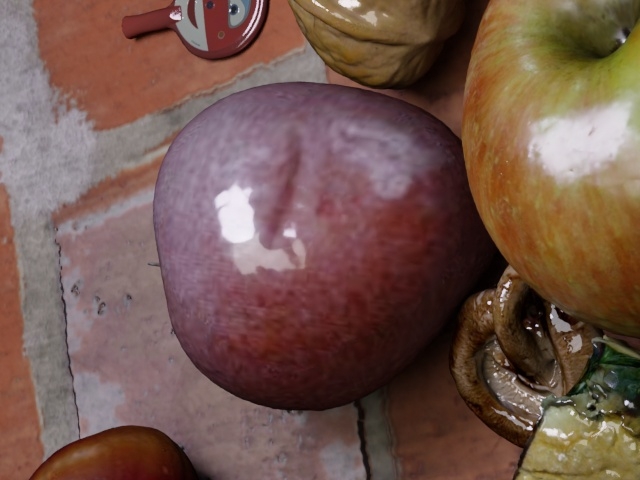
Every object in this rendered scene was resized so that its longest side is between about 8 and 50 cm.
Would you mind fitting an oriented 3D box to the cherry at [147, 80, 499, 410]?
[{"bbox_3d":[0.000,0.000,1.391,0.307,0.221,0.261,-11,77,15],"label":"cherry"}]

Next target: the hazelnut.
[{"bbox_3d":[-0.187,0.256,1.519,0.178,0.178,0.204,24,129,33],"label":"hazelnut"}]

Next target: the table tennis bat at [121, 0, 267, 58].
[{"bbox_3d":[-0.113,-0.207,1.602,0.154,0.019,0.098,-9,80,29],"label":"table tennis bat"}]

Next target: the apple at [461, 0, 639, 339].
[{"bbox_3d":[0.246,-0.080,1.235,0.277,0.250,0.309,16,72,48],"label":"apple"}]

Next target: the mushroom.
[{"bbox_3d":[0.159,0.080,1.334,0.135,0.080,0.170,12,133,24],"label":"mushroom"}]

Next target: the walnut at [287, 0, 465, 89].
[{"bbox_3d":[0.042,-0.205,1.426,0.166,0.149,0.166,20,115,54],"label":"walnut"}]

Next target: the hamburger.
[{"bbox_3d":[0.226,0.217,1.239,0.211,0.132,0.309,30,124,17],"label":"hamburger"}]
